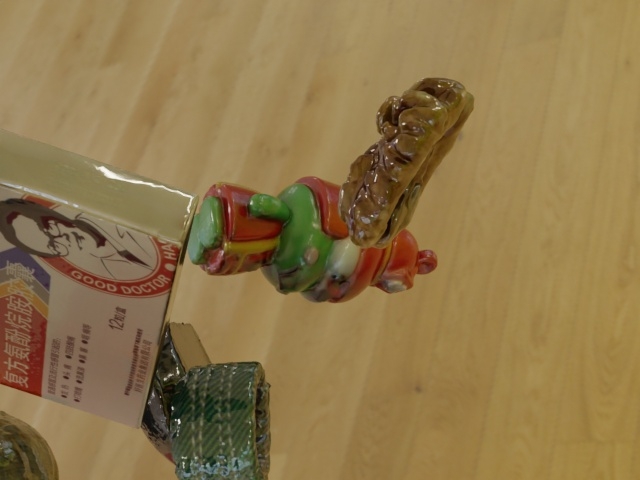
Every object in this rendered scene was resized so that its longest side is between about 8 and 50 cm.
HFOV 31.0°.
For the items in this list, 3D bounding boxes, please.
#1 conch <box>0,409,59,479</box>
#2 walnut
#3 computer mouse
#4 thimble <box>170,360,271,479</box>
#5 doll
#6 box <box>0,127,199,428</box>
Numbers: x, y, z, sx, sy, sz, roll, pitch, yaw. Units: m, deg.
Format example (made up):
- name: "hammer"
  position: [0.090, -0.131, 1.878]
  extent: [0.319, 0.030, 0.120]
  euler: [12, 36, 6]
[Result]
- name: "conch"
  position: [-0.412, 0.300, 1.457]
  extent: [0.159, 0.210, 0.291]
  euler: [-32, 52, 33]
- name: "walnut"
  position: [0.072, -0.073, 1.041]
  extent: [0.069, 0.143, 0.170]
  euler: [33, 96, 15]
- name: "computer mouse"
  position: [-0.174, 0.189, 1.404]
  extent: [0.087, 0.168, 0.295]
  euler: [-26, -2, 1]
- name: "thimble"
  position: [-0.098, 0.190, 1.166]
  extent: [0.090, 0.118, 0.135]
  euler: [-3, 63, 6]
- name: "doll"
  position: [0.000, 0.001, 1.598]
  extent: [0.182, 0.363, 0.160]
  euler: [127, 149, -46]
- name: "box"
  position: [-0.243, 0.045, 1.071]
  extent: [0.353, 0.214, 0.069]
  euler: [112, 175, -51]
